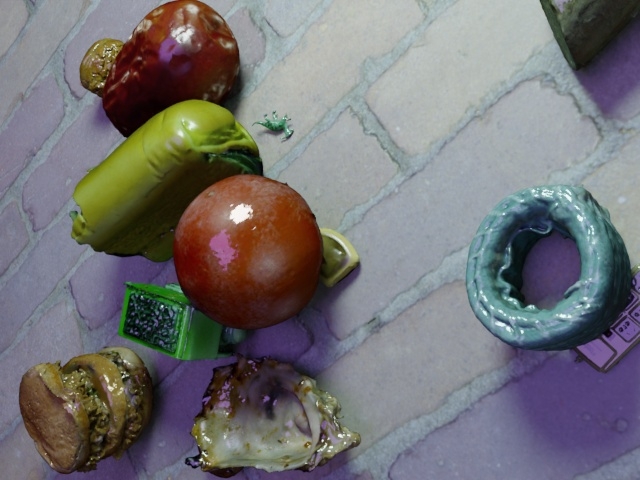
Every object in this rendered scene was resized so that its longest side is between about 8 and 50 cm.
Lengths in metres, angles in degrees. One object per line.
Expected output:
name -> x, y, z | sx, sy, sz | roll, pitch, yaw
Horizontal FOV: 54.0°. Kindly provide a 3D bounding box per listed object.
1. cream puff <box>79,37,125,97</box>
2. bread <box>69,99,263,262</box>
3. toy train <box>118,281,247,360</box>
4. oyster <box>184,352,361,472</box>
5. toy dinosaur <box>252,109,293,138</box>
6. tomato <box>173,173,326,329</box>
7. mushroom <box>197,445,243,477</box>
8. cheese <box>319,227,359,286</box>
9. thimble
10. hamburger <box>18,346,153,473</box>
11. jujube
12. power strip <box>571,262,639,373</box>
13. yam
cream puff -> -0.474, -0.386, 1.430 | 0.103, 0.126, 0.144 | 37, 114, 13
bread -> -0.291, -0.119, 1.227 | 0.376, 0.251, 0.209 | -29, 54, 29
toy train -> -0.269, 0.152, 1.212 | 0.243, 0.188, 0.133 | 12, 91, 33
oyster -> -0.079, 0.306, 1.121 | 0.360, 0.096, 0.222 | -10, 58, 29
toy dinosaur -> -0.090, -0.222, 1.233 | 0.083, 0.021, 0.062 | -27, 84, 26
tomato -> -0.129, 0.024, 1.074 | 0.264, 0.264, 0.265 | -3, 84, 32
mushroom -> -0.183, 0.397, 1.214 | 0.123, 0.052, 0.123 | -5, 79, 27
cheese -> 0.001, 0.000, 1.145 | 0.086, 0.036, 0.163 | -44, 65, 20
thimble -> 0.317, 0.037, 0.863 | 0.198, 0.143, 0.235 | 26, 96, 40
hamburger -> -0.481, 0.349, 1.313 | 0.260, 0.211, 0.245 | -29, 78, 33
jujube -> -0.305, -0.333, 1.274 | 0.318, 0.223, 0.223 | -34, 69, 29
power strip -> 0.415, 0.114, 0.877 | 0.076, 0.028, 0.169 | 47, 109, 26
yam -> 0.411, -0.397, 0.849 | 0.304, 0.168, 0.168 | -46, 64, 19
